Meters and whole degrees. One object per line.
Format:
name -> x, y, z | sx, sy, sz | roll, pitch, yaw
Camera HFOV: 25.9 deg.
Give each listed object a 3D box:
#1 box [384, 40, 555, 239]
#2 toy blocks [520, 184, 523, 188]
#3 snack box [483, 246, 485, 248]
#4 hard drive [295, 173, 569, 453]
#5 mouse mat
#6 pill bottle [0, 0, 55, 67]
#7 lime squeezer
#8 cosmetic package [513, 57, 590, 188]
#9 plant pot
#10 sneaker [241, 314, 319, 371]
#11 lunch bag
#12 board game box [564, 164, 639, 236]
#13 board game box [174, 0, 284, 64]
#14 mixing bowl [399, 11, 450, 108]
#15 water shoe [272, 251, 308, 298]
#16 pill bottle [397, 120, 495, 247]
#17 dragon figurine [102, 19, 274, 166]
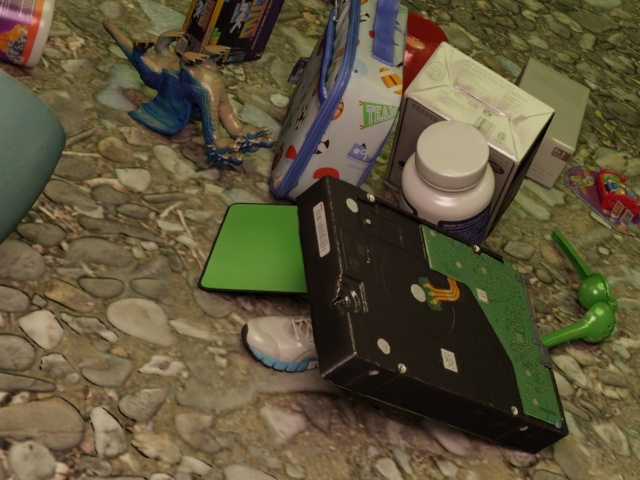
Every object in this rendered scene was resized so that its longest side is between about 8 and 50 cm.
box -> 0.183, -0.119, 1.783 | 0.169, 0.290, 0.087 | 32, 73, 10
toy blocks -> 0.223, -0.121, 1.967 | 0.123, 0.054, 0.148 | 24, 14, -23
snack box -> 0.155, 0.029, 1.777 | 0.141, 0.037, 0.100 | -6, 45, -37
hard drive -> 0.123, 0.087, 1.539 | 0.339, 0.064, 0.237 | 22, 45, -37
mouse mat -> -0.052, 0.008, 1.635 | 0.152, 0.007, 0.190 | 3, 34, 9
pill bottle -> -0.437, -0.290, 1.735 | 0.193, 0.108, 0.108 | 13, 36, -19
lime squeezer -> 0.336, 0.084, 1.834 | 0.110, 0.059, 0.310 | 2, 31, 17
cosmetic package -> 0.339, -0.184, 2.156 | 0.117, 0.085, 0.231 | 28, 35, 2
plant pot -> -0.412, -0.056, 1.327 | 0.290, 0.290, 0.195 | 20, 69, -11
sneaker -> 0.007, 0.100, 1.540 | 0.190, 0.083, 0.071 | 9, 39, -24
lunch bag -> 0.030, -0.191, 1.803 | 0.115, 0.243, 0.303 | 20, 35, -11
board game box -> 0.457, -0.073, 2.131 | 0.133, 0.033, 0.169 | -15, 52, -45
board game box -> -0.117, -0.329, 1.953 | 0.141, 0.170, 0.048 | -15, 50, -45
mixing bowl -> 0.133, -0.287, 2.138 | 0.181, 0.098, 0.181 | 19, 33, -13
water shoe -> 0.039, 0.030, 1.658 | 0.203, 0.080, 0.073 | 13, 36, -21
pill bottle -> 0.150, -0.052, 1.663 | 0.112, 0.187, 0.112 | 1, 55, -1
dragon figurine -> -0.190, -0.189, 1.789 | 0.289, 0.144, 0.085 | 21, 30, 26
